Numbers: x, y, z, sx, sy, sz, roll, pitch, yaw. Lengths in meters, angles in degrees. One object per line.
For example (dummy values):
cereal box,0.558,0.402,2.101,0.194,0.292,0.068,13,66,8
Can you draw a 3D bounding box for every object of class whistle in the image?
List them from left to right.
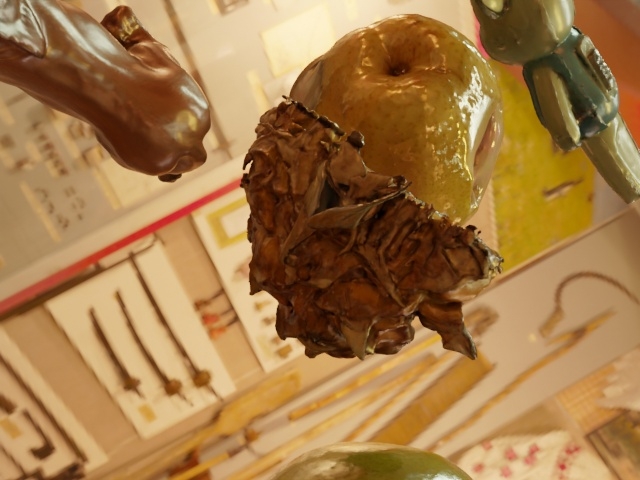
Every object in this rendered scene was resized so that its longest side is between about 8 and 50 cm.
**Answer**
whistle,0.180,-0.126,0.758,0.077,0.114,0.235,-20,-64,40

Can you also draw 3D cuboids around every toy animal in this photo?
toy animal,-0.155,-0.101,0.577,0.312,0.097,0.157,29,10,-41

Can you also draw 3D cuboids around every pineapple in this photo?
pineapple,-0.004,-0.003,0.750,0.158,0.161,0.334,41,3,-31

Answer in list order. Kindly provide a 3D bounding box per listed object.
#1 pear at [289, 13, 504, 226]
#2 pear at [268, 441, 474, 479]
pear,0.094,-0.127,1.164,0.271,0.271,0.271,59,-9,16
pear,0.038,0.304,0.872,0.252,0.253,0.307,62,31,1
